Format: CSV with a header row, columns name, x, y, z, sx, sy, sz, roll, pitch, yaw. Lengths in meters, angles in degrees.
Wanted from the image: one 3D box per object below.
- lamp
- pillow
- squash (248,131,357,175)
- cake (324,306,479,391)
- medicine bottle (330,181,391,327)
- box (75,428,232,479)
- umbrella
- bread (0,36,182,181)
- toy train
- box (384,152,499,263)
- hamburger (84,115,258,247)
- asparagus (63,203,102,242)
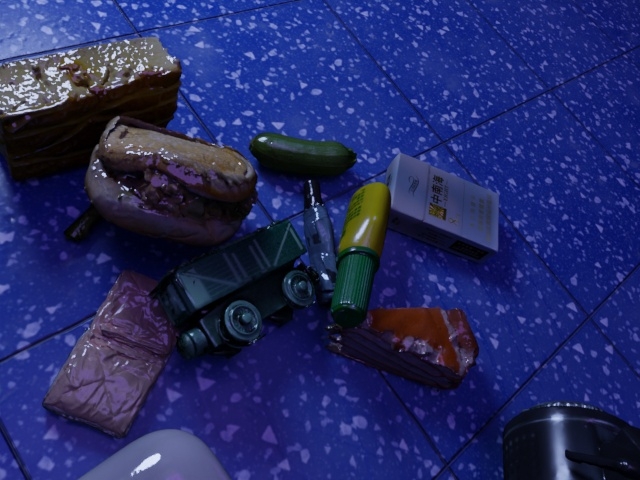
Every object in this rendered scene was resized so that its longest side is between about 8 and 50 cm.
name,x,y,z,sx,sy,sz,roll,pitch,yaw
lamp,0.375,0.388,0.765,0.205,0.374,0.272,23,24,-2
pillow,-0.278,0.152,0.736,0.126,0.043,0.232,29,53,-11
squash,-0.031,-0.165,0.997,0.219,0.068,0.077,2,57,-22
cake,0.139,0.178,0.857,0.287,0.098,0.135,6,60,-20
medicine bottle,0.067,0.017,0.872,0.076,0.111,0.309,23,42,-5
box,-0.180,0.414,0.566,0.289,0.141,0.349,-30,77,-34
umbrella,0.000,-0.001,0.926,0.052,0.053,0.250,1,64,-20
bread,-0.369,-0.210,0.817,0.275,0.185,0.114,-30,83,-33
toy train,-0.112,0.074,0.785,0.269,0.115,0.154,-27,84,-40
box,0.246,-0.066,1.056,0.243,0.067,0.155,20,55,-12
hamburger,-0.220,-0.092,0.791,0.243,0.146,0.286,35,22,21
asparagus,-0.348,-0.061,0.830,0.030,0.036,0.165,38,54,-11
